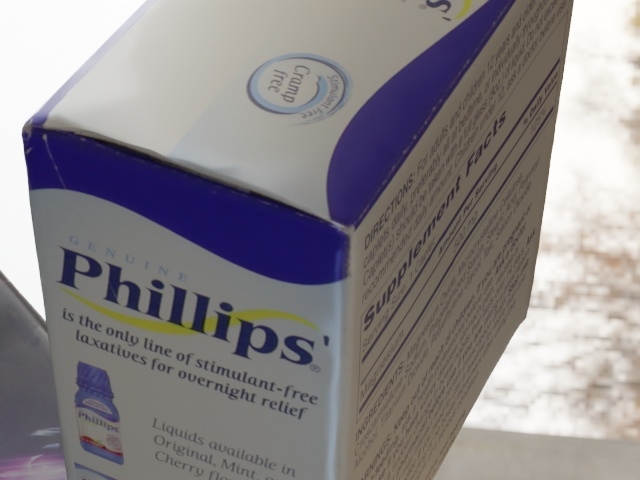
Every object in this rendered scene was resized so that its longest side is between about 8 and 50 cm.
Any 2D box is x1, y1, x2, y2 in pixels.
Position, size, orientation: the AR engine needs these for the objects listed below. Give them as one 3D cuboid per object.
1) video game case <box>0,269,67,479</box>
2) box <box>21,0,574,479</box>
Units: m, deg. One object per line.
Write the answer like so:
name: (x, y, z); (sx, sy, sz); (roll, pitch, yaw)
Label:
video game case: (-0.105, 0.142, 0.500); (0.196, 0.274, 0.026); (-36, -32, -17)
box: (0.000, 0.000, 0.396); (0.137, 0.072, 0.126); (92, -156, -43)
